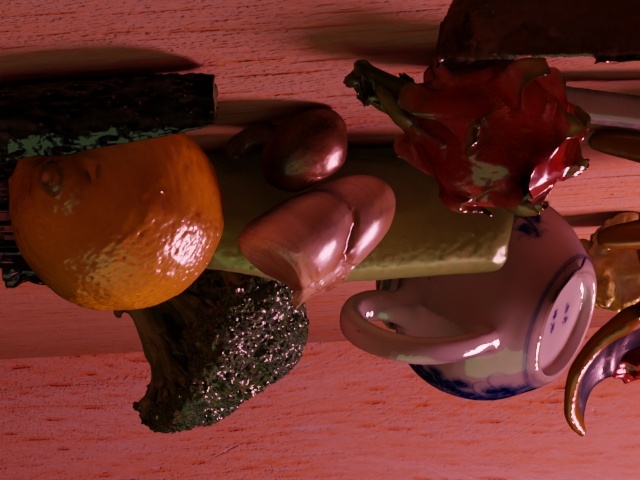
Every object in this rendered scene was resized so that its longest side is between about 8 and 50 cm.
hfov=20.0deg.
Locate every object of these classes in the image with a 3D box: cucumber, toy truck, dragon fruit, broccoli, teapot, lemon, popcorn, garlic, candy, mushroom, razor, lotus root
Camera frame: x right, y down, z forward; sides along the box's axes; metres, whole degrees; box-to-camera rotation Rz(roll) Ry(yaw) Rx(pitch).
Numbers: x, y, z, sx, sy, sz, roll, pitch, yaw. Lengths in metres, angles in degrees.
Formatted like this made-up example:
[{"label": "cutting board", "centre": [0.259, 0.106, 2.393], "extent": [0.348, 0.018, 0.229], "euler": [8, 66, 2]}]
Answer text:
[{"label": "cucumber", "centre": [-0.191, -0.117, 1.538], "extent": [0.211, 0.062, 0.078], "euler": [-10, -157, 10]}, {"label": "toy truck", "centre": [-0.298, -0.020, 1.887], "extent": [0.088, 0.121, 0.259], "euler": [-1, 171, -4]}, {"label": "dragon fruit", "centre": [0.124, -0.099, 1.530], "extent": [0.236, 0.135, 0.137], "euler": [26, 161, -34]}, {"label": "broccoli", "centre": [-0.156, 0.110, 2.403], "extent": [0.275, 0.308, 0.308], "euler": [26, 163, -13]}, {"label": "teapot", "centre": [0.169, 0.053, 2.145], "extent": [0.280, 0.252, 0.424], "euler": [21, -152, 27]}, {"label": "lemon", "centre": [-0.186, -0.031, 1.661], "extent": [0.188, 0.188, 0.256], "euler": [-7, 167, 25]}, {"label": "popcorn", "centre": [0.406, 0.036, 2.398], "extent": [0.135, 0.141, 0.162], "euler": [3, 130, -18]}, {"label": "garlic", "centre": [-0.002, -0.011, 1.764], "extent": [0.174, 0.099, 0.124], "euler": [-30, 167, -36]}, {"label": "candy", "centre": [0.032, -0.027, 1.891], "extent": [0.343, 0.142, 0.132], "euler": [0, -177, -9]}, {"label": "mushroom", "centre": [-0.032, -0.081, 1.730], "extent": [0.129, 0.073, 0.088], "euler": [-9, 171, 33]}, {"label": "razor", "centre": [0.319, -0.118, 1.657], "extent": [0.278, 0.056, 0.111], "euler": [-1, 172, -10]}, {"label": "lotus root", "centre": [0.243, -0.172, 1.278], "extent": [0.329, 0.078, 0.167], "euler": [-5, -166, 2]}]

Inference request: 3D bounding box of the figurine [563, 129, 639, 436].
[{"label": "figurine", "centre": [0.430, 0.053, 1.906], "extent": [0.401, 0.268, 0.387], "euler": [-33, 137, -8]}]
